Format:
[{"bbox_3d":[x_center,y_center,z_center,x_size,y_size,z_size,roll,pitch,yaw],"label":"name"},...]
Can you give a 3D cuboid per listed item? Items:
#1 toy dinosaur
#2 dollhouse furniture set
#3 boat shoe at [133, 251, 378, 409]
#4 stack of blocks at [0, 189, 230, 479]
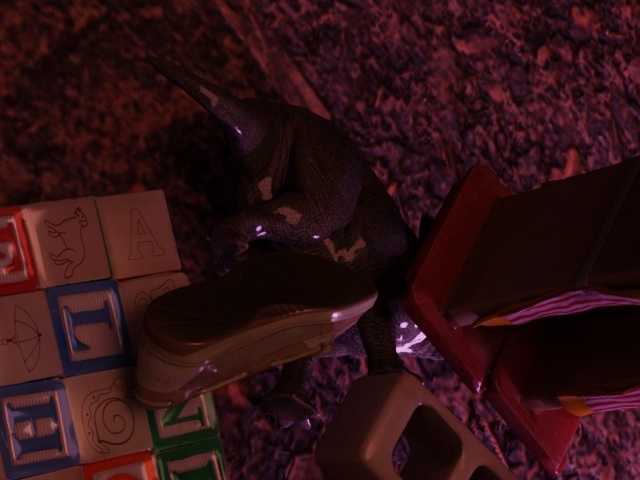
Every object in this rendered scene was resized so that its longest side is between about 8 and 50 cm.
[{"bbox_3d":[0.000,0.000,1.036,0.313,0.121,0.160,40,42,-20],"label":"toy dinosaur"},{"bbox_3d":[0.116,0.117,0.893,0.152,0.201,0.374,46,54,-24],"label":"dollhouse furniture set"},{"bbox_3d":[-0.032,0.045,0.903,0.056,0.048,0.153,34,31,27],"label":"boat shoe"},{"bbox_3d":[-0.133,0.134,0.873,0.171,0.087,0.297,-8,82,-43],"label":"stack of blocks"}]
